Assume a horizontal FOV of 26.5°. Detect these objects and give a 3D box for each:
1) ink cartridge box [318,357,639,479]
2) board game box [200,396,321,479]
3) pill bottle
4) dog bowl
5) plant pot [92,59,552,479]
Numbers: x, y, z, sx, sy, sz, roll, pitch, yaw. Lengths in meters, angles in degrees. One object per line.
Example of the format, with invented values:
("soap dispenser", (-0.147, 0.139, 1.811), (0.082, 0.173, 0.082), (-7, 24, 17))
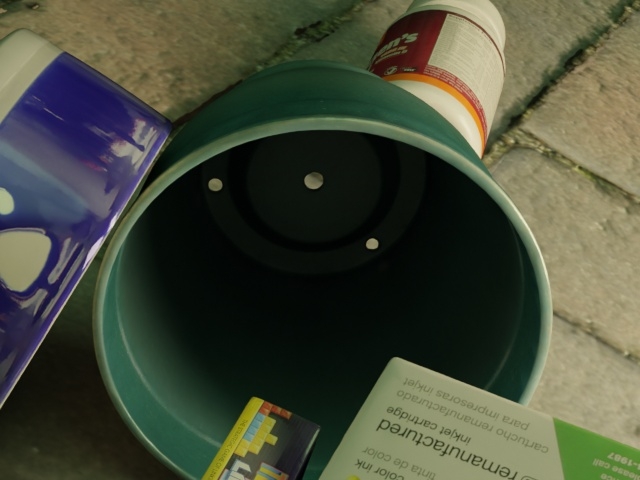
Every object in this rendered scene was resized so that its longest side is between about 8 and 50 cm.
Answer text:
("ink cartridge box", (0.065, 0.224, 0.690), (0.201, 0.117, 0.278), (19, 54, 21))
("board game box", (-0.063, 0.191, 0.741), (0.048, 0.141, 0.170), (25, 39, 6))
("pill bottle", (0.099, -0.136, 1.213), (0.121, 0.121, 0.221), (21, 38, 1))
("dog bowl", (-0.195, 0.016, 0.784), (0.104, 0.265, 0.265), (31, 38, -8))
("plant pot", (0.000, 0.000, 0.916), (0.271, 0.272, 0.255), (14, 25, -8))
